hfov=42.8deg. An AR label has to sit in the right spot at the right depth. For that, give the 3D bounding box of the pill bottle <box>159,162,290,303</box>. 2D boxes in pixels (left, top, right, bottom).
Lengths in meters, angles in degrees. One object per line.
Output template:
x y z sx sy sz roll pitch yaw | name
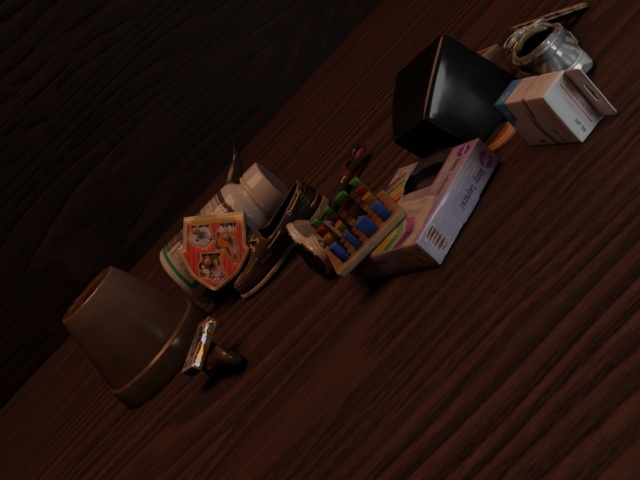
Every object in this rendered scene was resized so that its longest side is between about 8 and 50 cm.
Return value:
-0.237 -0.021 2.171 0.361 0.204 0.204 -44 17 8 | pill bottle

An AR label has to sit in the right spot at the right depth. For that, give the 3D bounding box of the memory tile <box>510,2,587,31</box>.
0.474 -0.466 1.703 0.113 0.012 0.148 -23 11 -16 | memory tile

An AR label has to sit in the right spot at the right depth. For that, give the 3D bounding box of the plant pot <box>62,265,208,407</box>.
-0.502 0.226 2.131 0.323 0.280 0.323 -43 17 16 | plant pot

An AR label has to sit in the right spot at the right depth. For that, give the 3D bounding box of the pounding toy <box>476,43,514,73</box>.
0.319 -0.324 1.737 0.141 0.100 0.130 -42 15 -22 | pounding toy

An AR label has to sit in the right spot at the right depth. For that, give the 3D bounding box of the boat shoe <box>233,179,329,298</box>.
-0.115 -0.002 1.988 0.324 0.097 0.116 -50 18 11 | boat shoe

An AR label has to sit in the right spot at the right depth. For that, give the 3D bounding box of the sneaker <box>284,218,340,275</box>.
0.000 0.000 1.772 0.108 0.100 0.271 -35 19 -8 | sneaker

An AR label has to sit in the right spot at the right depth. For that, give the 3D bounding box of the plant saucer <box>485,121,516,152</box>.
0.330 -0.193 1.525 0.083 0.013 0.083 -42 19 17 | plant saucer

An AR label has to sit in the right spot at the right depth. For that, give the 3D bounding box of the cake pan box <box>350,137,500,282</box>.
0.180 -0.053 1.485 0.246 0.070 0.267 -13 38 58 | cake pan box

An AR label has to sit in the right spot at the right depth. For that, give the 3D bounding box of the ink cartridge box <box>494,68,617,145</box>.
0.372 -0.210 1.308 0.060 0.104 0.180 -50 17 -10 | ink cartridge box

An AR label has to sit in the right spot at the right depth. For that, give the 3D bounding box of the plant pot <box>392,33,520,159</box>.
0.241 -0.249 1.569 0.187 0.188 0.167 -32 33 62 | plant pot

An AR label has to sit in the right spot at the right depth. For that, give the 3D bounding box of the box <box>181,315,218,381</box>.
-0.267 0.239 1.784 0.081 0.028 0.136 -37 31 59 | box

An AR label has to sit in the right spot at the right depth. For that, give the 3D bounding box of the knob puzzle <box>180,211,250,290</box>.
-0.269 0.029 2.052 0.213 0.213 0.030 -44 -17 9 | knob puzzle

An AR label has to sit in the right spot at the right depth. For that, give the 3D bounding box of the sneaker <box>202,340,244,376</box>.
-0.215 0.264 1.755 0.071 0.066 0.188 -67 15 -8 | sneaker

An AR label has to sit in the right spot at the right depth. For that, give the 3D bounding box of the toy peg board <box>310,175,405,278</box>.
0.056 -0.035 1.494 0.161 0.079 0.160 -46 17 7 | toy peg board

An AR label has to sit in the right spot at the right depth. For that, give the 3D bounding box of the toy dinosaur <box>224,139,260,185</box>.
-0.211 -0.130 2.357 0.160 0.313 0.121 -31 35 -30 | toy dinosaur

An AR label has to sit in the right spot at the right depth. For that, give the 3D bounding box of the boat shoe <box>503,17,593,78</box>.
0.418 -0.367 1.547 0.118 0.103 0.320 -40 18 19 | boat shoe

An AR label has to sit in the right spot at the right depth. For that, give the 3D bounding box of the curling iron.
0.060 -0.140 2.022 0.274 0.035 0.068 -67 4 -37 | curling iron
